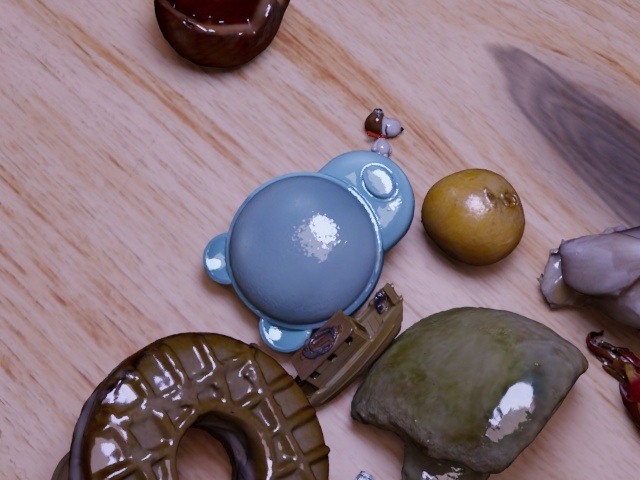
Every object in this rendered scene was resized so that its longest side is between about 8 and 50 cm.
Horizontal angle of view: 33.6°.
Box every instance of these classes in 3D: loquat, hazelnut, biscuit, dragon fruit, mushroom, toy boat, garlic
[{"bbox_3d":[0.209,-0.035,1.450,0.141,0.141,0.141,2,67,-4],"label":"loquat"},{"bbox_3d":[-0.139,-0.344,1.537,0.170,0.160,0.202,29,74,9],"label":"hazelnut"},{"bbox_3d":[-0.138,0.270,1.254,0.332,0.103,0.332,13,65,-28],"label":"biscuit"},{"bbox_3d":[0.430,0.184,1.406,0.094,0.094,0.190,-25,60,-14],"label":"dragon fruit"},{"bbox_3d":[0.175,0.186,1.330,0.217,0.212,0.292,40,78,9],"label":"mushroom"},{"bbox_3d":[0.031,0.134,1.360,0.200,0.077,0.057,-45,40,10],"label":"toy boat"},{"bbox_3d":[0.445,0.028,1.396,0.237,0.292,0.210,33,70,-34],"label":"garlic"}]

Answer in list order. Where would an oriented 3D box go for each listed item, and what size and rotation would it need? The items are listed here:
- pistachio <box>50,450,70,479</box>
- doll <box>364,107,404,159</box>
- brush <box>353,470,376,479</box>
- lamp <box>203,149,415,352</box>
[{"bbox_3d":[-0.278,0.318,1.276,0.113,0.113,0.149,18,72,3],"label":"pistachio"},{"bbox_3d":[0.086,-0.149,1.541,0.058,0.040,0.085,25,67,-5],"label":"doll"},{"bbox_3d":[0.118,0.382,1.334,0.218,0.010,0.082,34,69,9],"label":"brush"},{"bbox_3d":[0.000,-0.003,1.410,0.284,0.147,0.209,-37,80,-18],"label":"lamp"}]
